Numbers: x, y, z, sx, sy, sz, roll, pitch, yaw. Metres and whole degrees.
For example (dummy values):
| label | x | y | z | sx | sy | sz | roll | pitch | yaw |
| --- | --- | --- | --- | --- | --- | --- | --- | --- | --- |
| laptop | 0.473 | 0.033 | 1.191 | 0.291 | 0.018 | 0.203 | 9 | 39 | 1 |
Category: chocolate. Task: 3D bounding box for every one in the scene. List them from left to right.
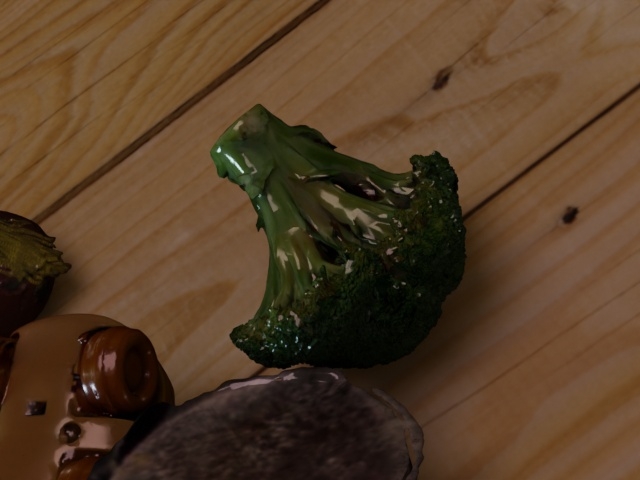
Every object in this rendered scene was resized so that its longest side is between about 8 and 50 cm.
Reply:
| label | x | y | z | sx | sy | sz | roll | pitch | yaw |
| --- | --- | --- | --- | --- | --- | --- | --- | --- | --- |
| chocolate | -0.038 | 0.278 | 1.675 | 0.303 | 0.213 | 0.303 | -12 | 30 | 7 |

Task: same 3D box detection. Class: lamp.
| label | x | y | z | sx | sy | sz | roll | pitch | yaw |
| --- | --- | --- | --- | --- | --- | --- | --- | --- | --- |
| lamp | -0.362 | 0.031 | 2.069 | 0.157 | 0.135 | 0.156 | -49 | 48 | -7 |

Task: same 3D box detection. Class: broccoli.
| label | x | y | z | sx | sy | sz | roll | pitch | yaw |
| --- | --- | --- | --- | --- | --- | --- | --- | --- | --- |
| broccoli | 0.000 | 0.000 | 1.785 | 0.254 | 0.269 | 0.269 | -40 | 49 | 14 |

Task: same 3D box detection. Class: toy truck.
| label | x | y | z | sx | sy | sz | roll | pitch | yaw |
| --- | --- | --- | --- | --- | --- | --- | --- | --- | --- |
| toy truck | -0.232 | 0.218 | 1.829 | 0.204 | 0.211 | 0.288 | -6 | 62 | 26 |
